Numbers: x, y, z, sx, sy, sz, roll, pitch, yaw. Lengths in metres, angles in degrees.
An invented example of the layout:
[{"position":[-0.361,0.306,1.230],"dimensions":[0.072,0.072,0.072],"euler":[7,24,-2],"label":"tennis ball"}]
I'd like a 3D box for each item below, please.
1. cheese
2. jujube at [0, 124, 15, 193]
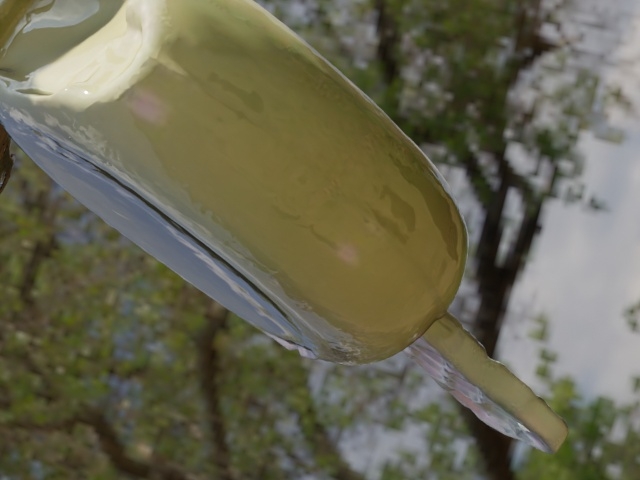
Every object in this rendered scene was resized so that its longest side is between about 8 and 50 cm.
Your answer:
[{"position":[0.000,0.000,0.580],"dimensions":[0.227,0.137,0.064],"euler":[41,-99,-34],"label":"cheese"},{"position":[-0.275,-0.086,1.176],"dimensions":[0.183,0.183,0.243],"euler":[-47,-26,-41],"label":"jujube"}]
